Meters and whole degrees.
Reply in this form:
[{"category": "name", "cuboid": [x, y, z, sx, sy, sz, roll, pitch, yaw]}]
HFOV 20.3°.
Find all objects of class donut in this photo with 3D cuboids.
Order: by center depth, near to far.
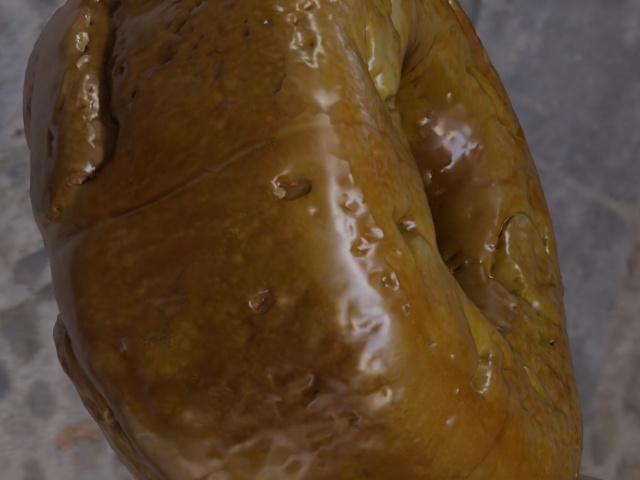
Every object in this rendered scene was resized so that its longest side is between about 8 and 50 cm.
[{"category": "donut", "cuboid": [-0.001, 0.000, 0.552, 0.226, 0.114, 0.226, 51, 28, -42]}]

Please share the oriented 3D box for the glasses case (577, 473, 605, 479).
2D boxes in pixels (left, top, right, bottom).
[{"category": "glasses case", "cuboid": [0.103, 0.219, 1.086, 0.173, 0.371, 0.141, -43, 138, -60]}]
